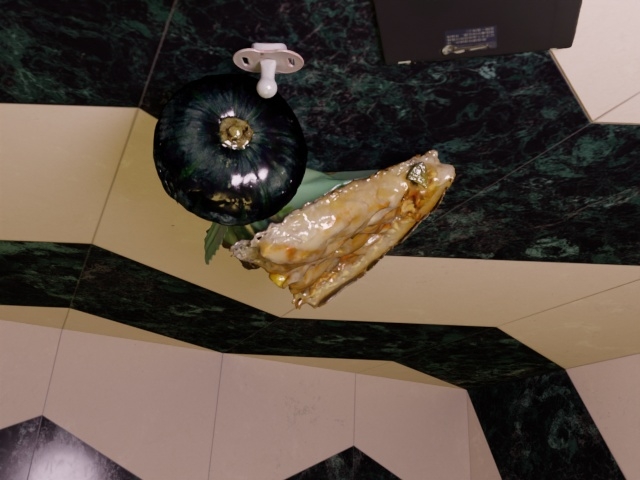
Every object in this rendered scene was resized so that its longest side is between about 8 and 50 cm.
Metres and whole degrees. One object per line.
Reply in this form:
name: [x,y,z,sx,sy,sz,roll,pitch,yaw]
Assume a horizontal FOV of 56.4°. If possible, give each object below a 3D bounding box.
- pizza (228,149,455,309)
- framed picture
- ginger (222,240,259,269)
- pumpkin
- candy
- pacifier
pizza: [0.073,-0.016,1.088,0.392,0.080,0.435,-33,163,3]
framed picture: [0.180,-0.328,0.684,0.256,0.014,0.338,-2,155,13]
ginger: [-0.164,-0.017,1.368,0.122,0.084,0.290,-14,157,-17]
pumpkin: [-0.132,-0.134,0.894,0.233,0.232,0.163,8,160,-12]
candy: [-0.015,-0.064,1.132,0.398,0.171,0.263,-4,163,-16]
pacifier: [-0.073,-0.236,0.842,0.100,0.077,0.081,1,169,3]
